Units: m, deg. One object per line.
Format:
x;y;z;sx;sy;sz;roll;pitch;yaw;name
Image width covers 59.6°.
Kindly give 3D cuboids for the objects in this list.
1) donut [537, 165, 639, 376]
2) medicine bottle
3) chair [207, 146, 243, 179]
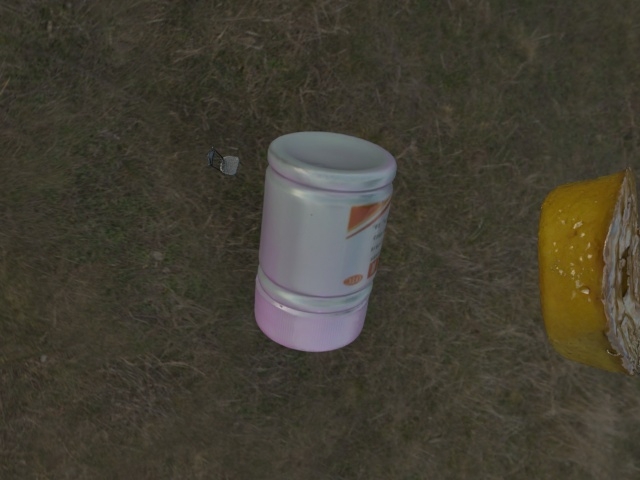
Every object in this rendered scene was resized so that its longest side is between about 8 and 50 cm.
0.368;0.041;0.754;0.278;0.109;0.277;7;82;-56;donut
0.000;0.000;0.919;0.202;0.202;0.315;-12;125;-33;medicine bottle
-0.173;-0.142;1.038;0.086;0.042;0.037;41;58;-71;chair
